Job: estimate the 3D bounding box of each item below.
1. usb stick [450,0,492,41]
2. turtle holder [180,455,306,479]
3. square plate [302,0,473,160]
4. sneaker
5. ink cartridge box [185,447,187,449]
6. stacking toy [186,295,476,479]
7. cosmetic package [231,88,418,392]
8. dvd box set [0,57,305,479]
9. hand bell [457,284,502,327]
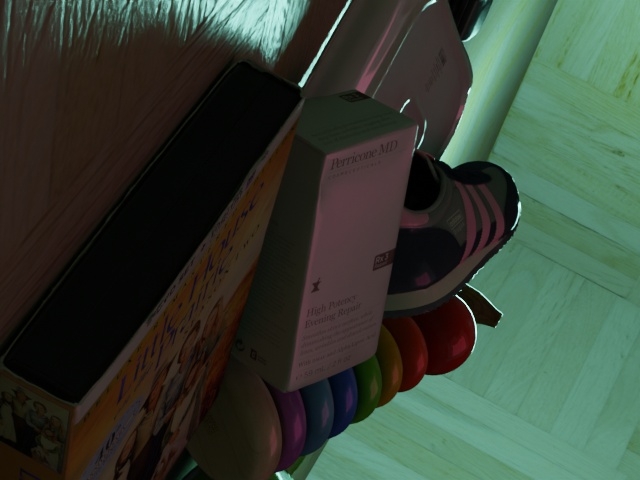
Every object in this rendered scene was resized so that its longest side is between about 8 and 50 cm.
[{"bbox_3d":[0.214,-0.362,1.924,0.077,0.045,0.278,-42,161,-49],"label":"usb stick"},{"bbox_3d":[-0.087,0.355,1.854,0.227,0.243,0.320,-30,-171,-3],"label":"turtle holder"},{"bbox_3d":[0.053,-0.093,1.511,0.344,0.049,0.347,-61,160,-11],"label":"square plate"},{"bbox_3d":[0.113,-0.041,1.505,0.319,0.112,0.131,-46,129,-60],"label":"sneaker"},{"bbox_3d":[-0.045,0.130,1.731,0.189,0.066,0.232,-54,179,-44],"label":"ink cartridge box"},{"bbox_3d":[0.021,0.121,1.541,0.330,0.141,0.141,-21,147,-38],"label":"stacking toy"},{"bbox_3d":[0.000,0.000,1.326,0.117,0.085,0.231,-21,132,-41],"label":"cosmetic package"},{"bbox_3d":[-0.138,0.104,1.162,0.307,0.062,0.420,-57,171,-38],"label":"dvd box set"},{"bbox_3d":[0.101,0.036,1.837,0.126,0.242,0.126,-59,172,-14],"label":"hand bell"}]
